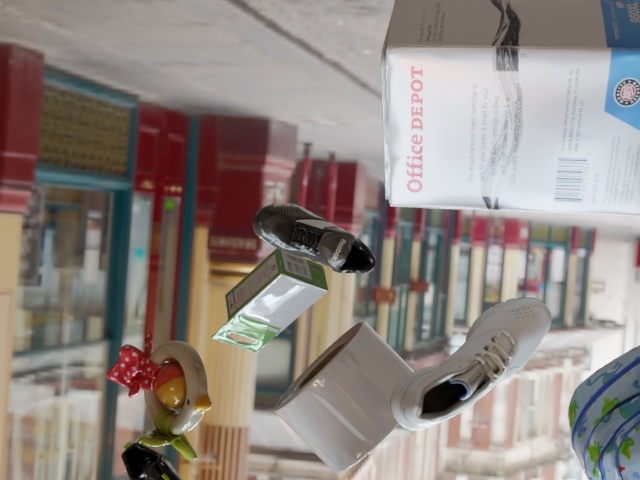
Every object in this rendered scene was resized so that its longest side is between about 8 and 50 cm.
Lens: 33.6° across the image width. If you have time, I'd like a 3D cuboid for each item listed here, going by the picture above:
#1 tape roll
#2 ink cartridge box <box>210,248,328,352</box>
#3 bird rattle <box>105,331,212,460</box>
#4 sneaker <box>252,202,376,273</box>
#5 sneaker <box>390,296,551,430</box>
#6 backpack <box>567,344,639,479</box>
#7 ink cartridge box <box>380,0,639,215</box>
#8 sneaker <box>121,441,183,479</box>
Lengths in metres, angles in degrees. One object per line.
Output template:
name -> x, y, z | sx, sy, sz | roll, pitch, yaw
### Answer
tape roll -> 0.055, 0.295, 2.008 | 0.169, 0.246, 0.246 | 46, -179, -1
ink cartridge box -> -0.096, 0.109, 1.887 | 0.109, 0.062, 0.209 | 22, 129, -36
bird rattle -> -0.266, 0.265, 1.889 | 0.143, 0.253, 0.207 | 15, 138, -39
sneaker -> 0.000, 0.000, 1.751 | 0.234, 0.078, 0.106 | 22, -178, -32
sneaker -> 0.247, 0.198, 1.641 | 0.297, 0.111, 0.129 | -40, -177, -7
backpack -> 0.575, 0.282, 1.698 | 0.356, 0.290, 0.273 | -16, -148, 16
ink cartridge box -> 0.295, -0.199, 1.568 | 0.395, 0.285, 0.166 | 3, -140, 8
sneaker -> -0.243, 0.388, 1.614 | 0.235, 0.084, 0.097 | 33, 163, 47
